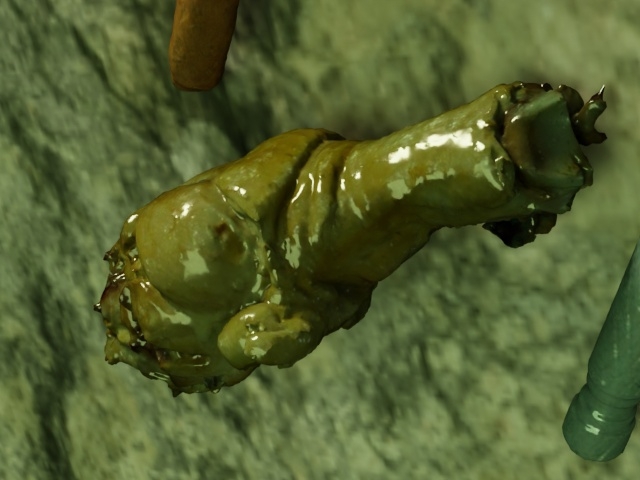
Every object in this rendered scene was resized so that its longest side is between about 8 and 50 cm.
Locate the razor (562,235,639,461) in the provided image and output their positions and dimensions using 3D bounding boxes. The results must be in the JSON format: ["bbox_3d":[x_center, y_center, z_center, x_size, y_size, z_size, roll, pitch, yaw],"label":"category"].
[{"bbox_3d":[0.123,-0.008,0.551,0.106,0.068,0.232,32,134,21],"label":"razor"}]

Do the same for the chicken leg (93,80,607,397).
[{"bbox_3d":[0.000,0.000,0.618,0.227,0.103,0.088,-18,86,38],"label":"chicken leg"}]

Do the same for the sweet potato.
[{"bbox_3d":[-0.025,-0.115,0.619,0.044,0.044,0.179,47,132,7],"label":"sweet potato"}]
